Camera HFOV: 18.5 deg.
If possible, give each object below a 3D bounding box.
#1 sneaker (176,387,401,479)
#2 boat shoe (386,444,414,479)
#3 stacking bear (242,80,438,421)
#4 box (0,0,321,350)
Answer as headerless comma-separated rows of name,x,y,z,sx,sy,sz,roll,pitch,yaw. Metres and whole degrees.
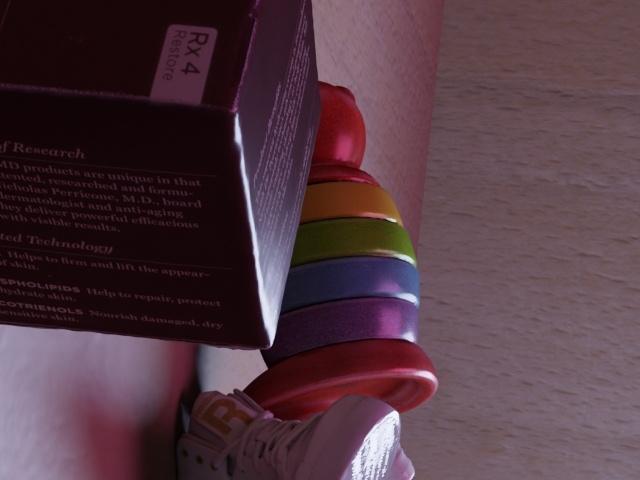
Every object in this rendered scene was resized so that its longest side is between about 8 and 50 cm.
sneaker,-0.040,0.172,1.540,0.108,0.169,0.292,-40,163,-31
boat shoe,-0.004,0.223,1.714,0.096,0.088,0.267,-38,177,-42
stacking bear,0.000,0.000,1.702,0.164,0.175,0.289,134,-51,-62
box,-0.098,-0.073,0.979,0.203,0.167,0.168,84,15,-54
